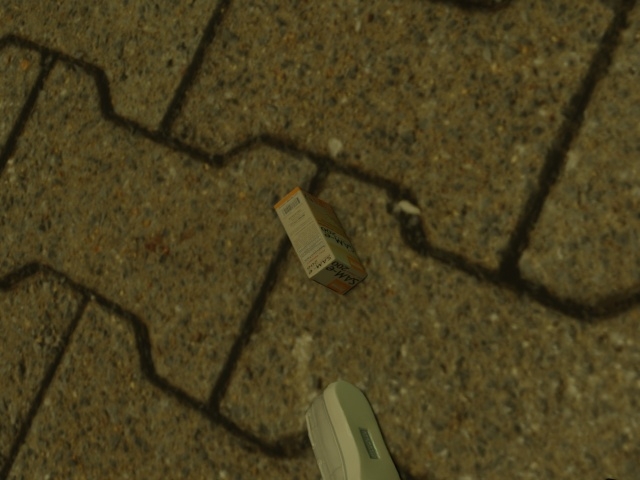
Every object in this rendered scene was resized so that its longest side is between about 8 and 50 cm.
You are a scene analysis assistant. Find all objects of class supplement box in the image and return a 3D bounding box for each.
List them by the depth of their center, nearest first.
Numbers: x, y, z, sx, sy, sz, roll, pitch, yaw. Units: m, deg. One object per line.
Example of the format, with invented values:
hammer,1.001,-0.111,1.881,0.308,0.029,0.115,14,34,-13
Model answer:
supplement box,0.000,0.000,1.280,0.036,0.062,0.098,-39,56,17

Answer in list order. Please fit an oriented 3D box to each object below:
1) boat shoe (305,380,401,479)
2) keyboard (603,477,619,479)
boat shoe,0.027,0.219,1.183,0.063,0.066,0.184,-42,54,30
keyboard,0.248,0.292,1.021,0.100,0.038,0.192,-2,72,60
